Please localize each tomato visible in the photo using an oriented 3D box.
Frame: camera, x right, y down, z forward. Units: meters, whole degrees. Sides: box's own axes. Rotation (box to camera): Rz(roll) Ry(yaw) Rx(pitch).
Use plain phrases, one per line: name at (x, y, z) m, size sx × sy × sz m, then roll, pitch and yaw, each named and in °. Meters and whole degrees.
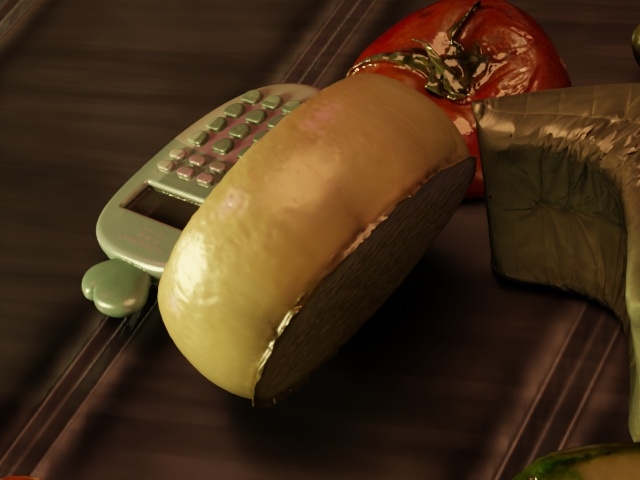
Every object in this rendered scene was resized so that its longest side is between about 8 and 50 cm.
tomato at (0.125, -0.144, 1.180) m, size 0.228 × 0.101 × 0.228 m, roll -6°, pitch 53°, yaw 9°

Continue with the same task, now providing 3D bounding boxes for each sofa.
sofa at (0.208, 0.024, 0.948) m, size 0.176 × 0.210 × 0.225 m, roll -4°, pitch 51°, yaw 9°

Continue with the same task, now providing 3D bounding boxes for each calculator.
calculator at (-0.099, -0.039, 1.166) m, size 0.185 × 0.041 × 0.299 m, roll 18°, pitch 58°, yaw 42°

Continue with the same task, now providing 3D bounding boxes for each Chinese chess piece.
Chinese chess piece at (0.000, 0.000, 0.982) m, size 0.112 × 0.270 × 0.270 m, roll 42°, pitch 69°, yaw 12°

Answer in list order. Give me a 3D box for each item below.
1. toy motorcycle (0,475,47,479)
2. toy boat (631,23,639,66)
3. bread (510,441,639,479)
toy motorcycle at (-0.310, 0.202, 0.982) m, size 0.221 × 0.148 × 0.325 m, roll -40°, pitch 56°, yaw 10°
toy boat at (0.368, -0.195, 1.171) m, size 0.185 × 0.077 × 0.075 m, roll -19°, pitch 50°, yaw -2°
bread at (0.241, 0.285, 0.730) m, size 0.366 × 0.129 × 0.382 m, roll -8°, pitch 41°, yaw -13°
